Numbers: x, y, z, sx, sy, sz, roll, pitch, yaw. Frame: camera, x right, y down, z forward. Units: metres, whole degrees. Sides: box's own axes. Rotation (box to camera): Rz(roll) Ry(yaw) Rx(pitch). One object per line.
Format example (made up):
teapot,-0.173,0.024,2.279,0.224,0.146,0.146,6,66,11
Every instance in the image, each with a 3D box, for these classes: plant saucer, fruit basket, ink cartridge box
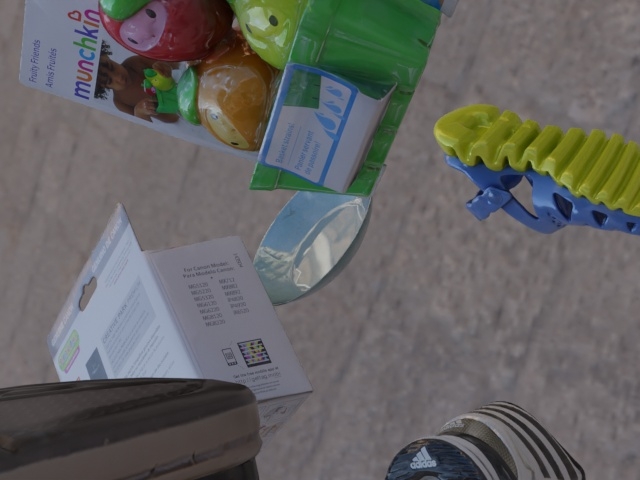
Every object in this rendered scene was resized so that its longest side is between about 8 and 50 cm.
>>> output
plant saucer,0.000,0.000,1.580,0.195,0.037,0.195,-39,30,27
fruit basket,-0.085,-0.172,1.197,0.327,0.353,0.165,113,170,-53
ink cartridge box,-0.173,0.139,1.590,0.309,0.130,0.272,-52,56,46

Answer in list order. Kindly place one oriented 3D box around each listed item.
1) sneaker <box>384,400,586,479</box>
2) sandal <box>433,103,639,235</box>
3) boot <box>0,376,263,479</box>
sneaker,0.227,0.376,1.443,0.169,0.257,0.447,-10,98,36
sandal,0.287,-0.066,1.726,0.317,0.126,0.138,23,134,35
boot,-0.145,0.207,0.334,0.138,0.377,0.284,-9,100,50
